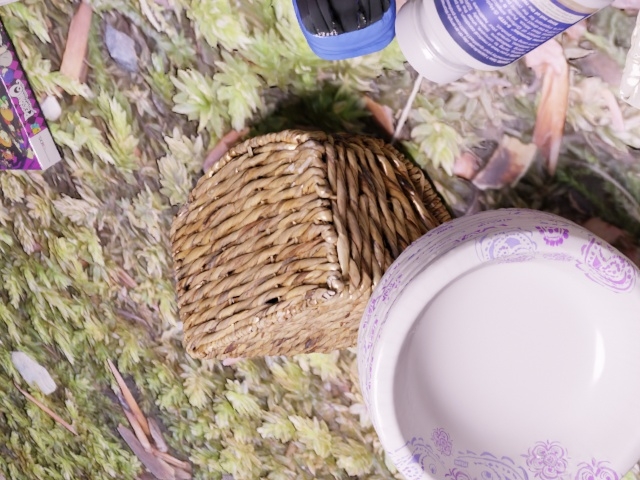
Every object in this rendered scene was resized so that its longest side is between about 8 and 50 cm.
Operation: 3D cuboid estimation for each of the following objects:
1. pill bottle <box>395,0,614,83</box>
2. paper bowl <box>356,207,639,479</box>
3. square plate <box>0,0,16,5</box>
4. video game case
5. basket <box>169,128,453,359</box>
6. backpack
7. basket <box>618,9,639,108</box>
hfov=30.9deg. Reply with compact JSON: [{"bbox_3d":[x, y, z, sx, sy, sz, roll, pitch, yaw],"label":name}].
[{"bbox_3d":[0.152,-0.207,0.969,0.187,0.112,0.112,-29,99,48],"label":"pill bottle"},{"bbox_3d":[0.175,0.108,1.099,0.148,0.284,0.284,-113,-3,-73],"label":"paper bowl"},{"bbox_3d":[-0.354,-0.445,1.288,0.344,0.049,0.347,0,120,42],"label":"square plate"},{"bbox_3d":[-0.479,-0.196,1.596,0.232,0.042,0.210,4,124,40],"label":"video game case"},{"bbox_3d":[0.000,0.000,1.281,0.299,0.223,0.213,-28,67,49],"label":"basket"},{"bbox_3d":[0.024,-0.225,1.057,0.101,0.098,0.120,54,-159,-67],"label":"backpack"},{"bbox_3d":[0.306,-0.168,0.868,0.113,0.103,0.167,29,136,24],"label":"basket"}]
